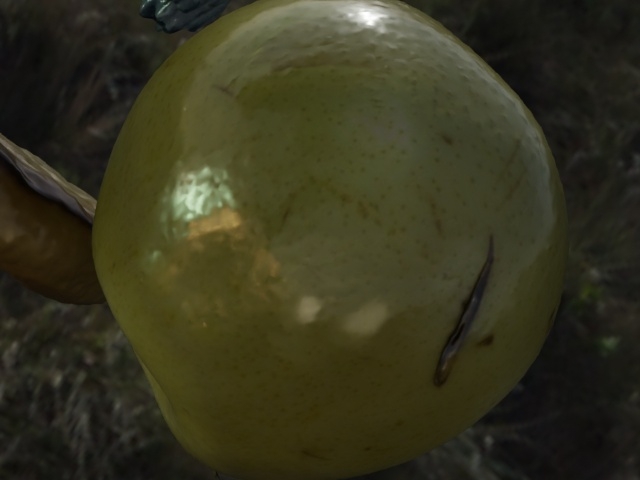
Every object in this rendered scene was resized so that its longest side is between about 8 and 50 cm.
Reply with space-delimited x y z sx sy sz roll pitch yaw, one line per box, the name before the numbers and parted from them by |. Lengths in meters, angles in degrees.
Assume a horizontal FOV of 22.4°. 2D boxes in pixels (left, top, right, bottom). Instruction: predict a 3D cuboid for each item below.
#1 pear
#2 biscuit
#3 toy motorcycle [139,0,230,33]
pear | 0.000 0.000 1.028 0.309 0.309 0.309 19 41 -17
biscuit | -0.253 -0.044 1.179 0.274 0.091 0.213 41 1 -10
toy motorcycle | -0.049 -0.182 0.840 0.239 0.204 0.108 -5 46 -50
